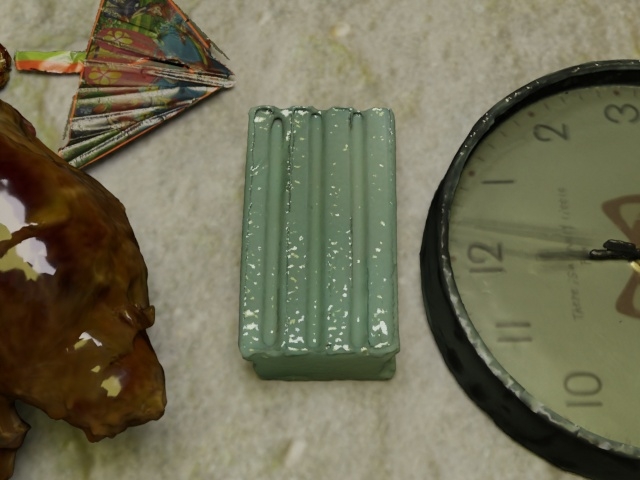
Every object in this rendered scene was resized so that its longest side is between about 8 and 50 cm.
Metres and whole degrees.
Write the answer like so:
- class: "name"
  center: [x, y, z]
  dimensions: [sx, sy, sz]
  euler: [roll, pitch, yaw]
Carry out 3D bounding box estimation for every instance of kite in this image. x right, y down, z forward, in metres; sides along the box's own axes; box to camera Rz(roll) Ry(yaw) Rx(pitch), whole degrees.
- class: "kite"
  center: [-0.159, -0.150, 0.856]
  dimensions: [0.184, 0.014, 0.241]
  euler: [2, 63, -1]

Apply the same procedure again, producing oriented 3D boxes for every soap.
- class: "soap"
  center: [0.000, 0.000, 0.766]
  dimensions: [0.115, 0.063, 0.198]
  euler: [1, 66, 1]

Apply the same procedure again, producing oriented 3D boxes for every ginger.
- class: "ginger"
  center: [-0.265, 0.032, 0.673]
  dimensions: [0.358, 0.152, 0.274]
  euler: [10, 77, 0]

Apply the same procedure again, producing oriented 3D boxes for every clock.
- class: "clock"
  center: [0.237, 0.015, 0.764]
  dimensions: [0.325, 0.067, 0.325]
  euler: [1, 66, -2]

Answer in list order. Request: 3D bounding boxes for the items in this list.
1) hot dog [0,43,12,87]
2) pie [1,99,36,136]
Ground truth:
- class: "hot dog"
  center: [-0.293, -0.144, 0.839]
  dimensions: [0.083, 0.035, 0.058]
  euler: [7, 62, 1]
- class: "pie"
  center: [-0.288, -0.049, 0.796]
  dimensions: [0.155, 0.036, 0.154]
  euler: [1, 66, -1]
